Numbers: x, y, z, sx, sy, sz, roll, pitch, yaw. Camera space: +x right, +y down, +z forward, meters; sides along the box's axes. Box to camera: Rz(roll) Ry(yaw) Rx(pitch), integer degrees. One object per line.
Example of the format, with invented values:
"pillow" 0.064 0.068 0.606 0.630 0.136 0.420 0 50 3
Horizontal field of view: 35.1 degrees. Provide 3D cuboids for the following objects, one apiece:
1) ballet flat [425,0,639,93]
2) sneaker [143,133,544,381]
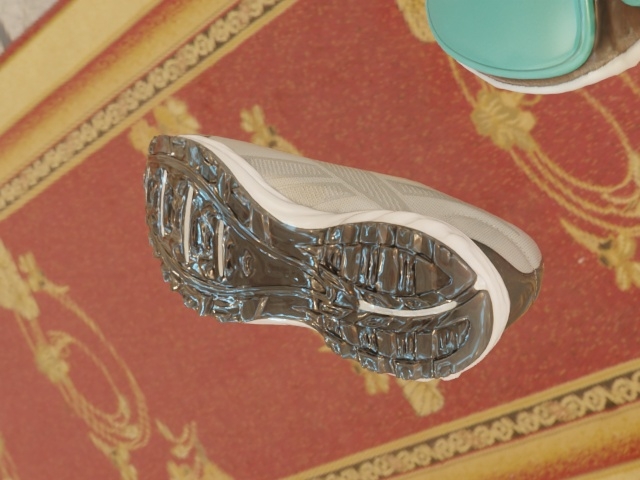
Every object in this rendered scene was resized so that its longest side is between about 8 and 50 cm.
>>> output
"ballet flat" 0.196 -0.163 0.582 0.139 0.139 0.400 71 163 -7
"sneaker" 0.000 0.000 0.582 0.272 0.108 0.100 21 116 34
